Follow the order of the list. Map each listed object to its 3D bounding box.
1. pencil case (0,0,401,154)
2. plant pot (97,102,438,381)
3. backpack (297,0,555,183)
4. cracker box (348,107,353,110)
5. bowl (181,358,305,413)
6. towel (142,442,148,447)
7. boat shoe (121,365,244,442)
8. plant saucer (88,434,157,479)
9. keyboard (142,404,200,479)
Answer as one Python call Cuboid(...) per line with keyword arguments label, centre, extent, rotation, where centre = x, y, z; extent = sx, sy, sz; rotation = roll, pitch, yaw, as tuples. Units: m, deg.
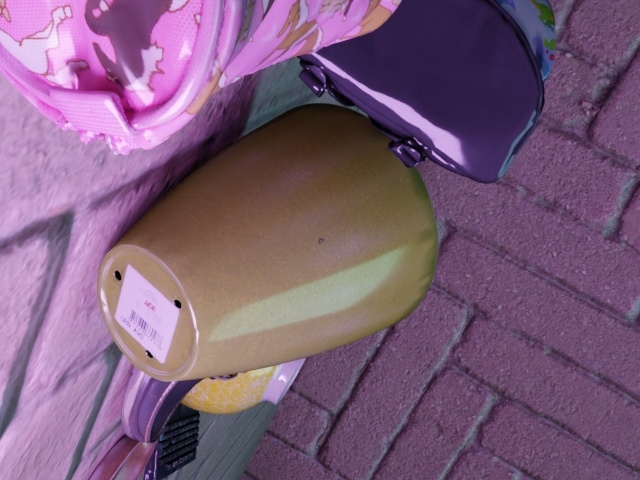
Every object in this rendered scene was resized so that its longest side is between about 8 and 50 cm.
Cuboid(label="pencil case", centre=(-0.048, -0.178, 0.536), extent=(0.167, 0.160, 0.386), rotation=(-36, -174, 29))
Cuboid(label="plant pot", centre=(-0.070, 0.024, 0.903), extent=(0.294, 0.275, 0.274), rotation=(-28, 151, -47))
Cuboid(label="backpack", centre=(0.120, -0.243, 0.960), extent=(0.273, 0.290, 0.355), rotation=(-54, -178, 11))
Cuboid(label="cracker box", centre=(0.008, -0.102, 1.555), extent=(0.232, 0.067, 0.155), rotation=(-55, 172, -25))
Cuboid(label="bowl", centre=(-0.116, 0.210, 1.600), extent=(0.289, 0.156, 0.289), rotation=(-59, 173, -12))
Cuboid(label="towel", centre=(-0.250, 0.255, 1.289), extent=(0.083, 0.009, 0.060), rotation=(-68, 150, -45))
Cuboid(label="boat shoe", centre=(-0.144, 0.129, 1.181), extent=(0.355, 0.130, 0.132), rotation=(-60, 173, 2))
Cuboid(label="plant saucer", centre=(-0.315, 0.363, 1.321), extent=(0.198, 0.036, 0.198), rotation=(-59, 173, -12))
Cuboid(label="keyboard", centre=(-0.263, 0.397, 1.570), extent=(0.317, 0.033, 0.201), rotation=(55, 43, -82))
